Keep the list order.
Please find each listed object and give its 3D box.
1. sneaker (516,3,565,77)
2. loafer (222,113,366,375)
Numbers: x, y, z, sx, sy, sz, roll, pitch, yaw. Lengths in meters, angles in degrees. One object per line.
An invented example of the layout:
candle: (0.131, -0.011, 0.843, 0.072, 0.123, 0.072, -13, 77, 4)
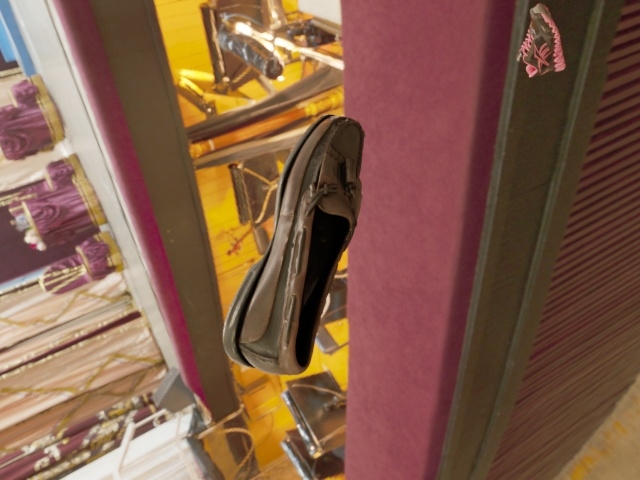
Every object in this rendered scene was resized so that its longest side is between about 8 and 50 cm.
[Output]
sneaker: (0.290, -0.260, 0.695, 0.119, 0.057, 0.047, 39, -140, -50)
loafer: (0.000, 0.000, 0.496, 0.084, 0.268, 0.096, 8, 161, 41)
